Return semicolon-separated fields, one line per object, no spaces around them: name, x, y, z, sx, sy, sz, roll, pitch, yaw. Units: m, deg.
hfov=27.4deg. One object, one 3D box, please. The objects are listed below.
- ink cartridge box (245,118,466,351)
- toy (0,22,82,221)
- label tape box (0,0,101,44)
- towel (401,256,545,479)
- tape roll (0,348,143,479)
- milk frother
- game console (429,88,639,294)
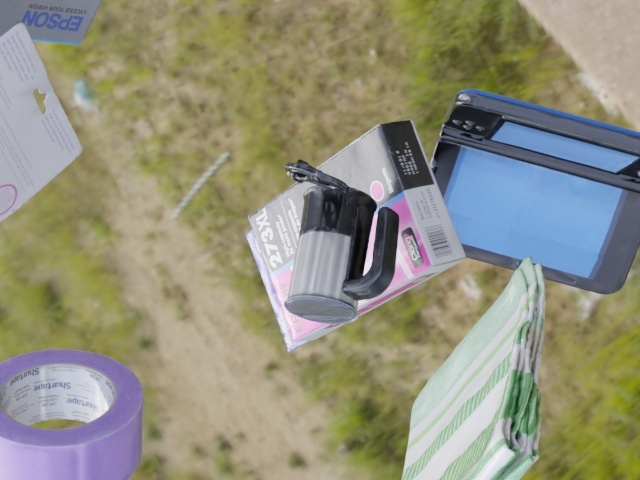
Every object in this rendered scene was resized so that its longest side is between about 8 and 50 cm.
ink cartridge box;0.014;0.008;1.604;0.371;0.069;0.176;-33;74;51
toy;-0.274;-0.035;0.846;0.056;0.237;0.137;35;159;26
label tape box;-0.250;-0.213;0.873;0.106;0.240;0.334;44;117;27
towel;0.135;0.179;1.262;0.038;0.325;0.248;31;120;-6
tape roll;-0.291;0.203;1.454;0.189;0.189;0.080;27;126;35
milk frother;0.000;0.000;1.402;0.129;0.143;0.135;-22;52;52
game console;0.278;-0.053;1.625;0.293;0.250;0.173;15;85;1
